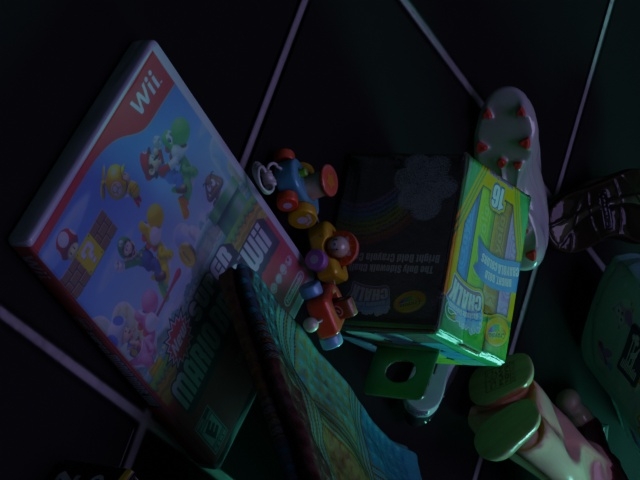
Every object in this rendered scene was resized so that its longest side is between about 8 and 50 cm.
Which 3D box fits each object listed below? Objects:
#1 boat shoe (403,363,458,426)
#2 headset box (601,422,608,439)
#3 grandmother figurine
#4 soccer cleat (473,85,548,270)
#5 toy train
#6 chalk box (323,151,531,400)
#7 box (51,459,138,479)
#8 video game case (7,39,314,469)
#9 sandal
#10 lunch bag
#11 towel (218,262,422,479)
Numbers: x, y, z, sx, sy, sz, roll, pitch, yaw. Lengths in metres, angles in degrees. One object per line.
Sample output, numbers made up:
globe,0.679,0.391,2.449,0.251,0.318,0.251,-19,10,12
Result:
boat shoe,0.111,0.118,1.581,0.040,0.049,0.142,102,14,-53
headset box,0.297,0.235,1.854,0.083,0.032,0.062,19,75,-52
grandmother figurine,0.277,0.249,1.729,0.342,0.104,0.208,45,38,-36
soccer cleat,0.200,-0.066,1.686,0.076,0.068,0.196,-43,127,-64
toy train,0.000,0.000,1.363,0.125,0.046,0.166,-49,120,-72
chalk box,0.091,0.041,1.469,0.132,0.132,0.213,27,70,-52
box,-0.164,0.362,1.167,0.257,0.079,0.322,-51,131,-39
video game case,-0.111,0.015,1.272,0.285,0.025,0.204,56,48,-39
sandal,0.315,-0.029,1.857,0.219,0.060,0.090,-15,98,-39
lunch bag,0.404,0.161,1.825,0.262,0.160,0.223,64,-1,-36
towel,0.041,0.205,1.323,0.370,0.040,0.271,53,11,-50
